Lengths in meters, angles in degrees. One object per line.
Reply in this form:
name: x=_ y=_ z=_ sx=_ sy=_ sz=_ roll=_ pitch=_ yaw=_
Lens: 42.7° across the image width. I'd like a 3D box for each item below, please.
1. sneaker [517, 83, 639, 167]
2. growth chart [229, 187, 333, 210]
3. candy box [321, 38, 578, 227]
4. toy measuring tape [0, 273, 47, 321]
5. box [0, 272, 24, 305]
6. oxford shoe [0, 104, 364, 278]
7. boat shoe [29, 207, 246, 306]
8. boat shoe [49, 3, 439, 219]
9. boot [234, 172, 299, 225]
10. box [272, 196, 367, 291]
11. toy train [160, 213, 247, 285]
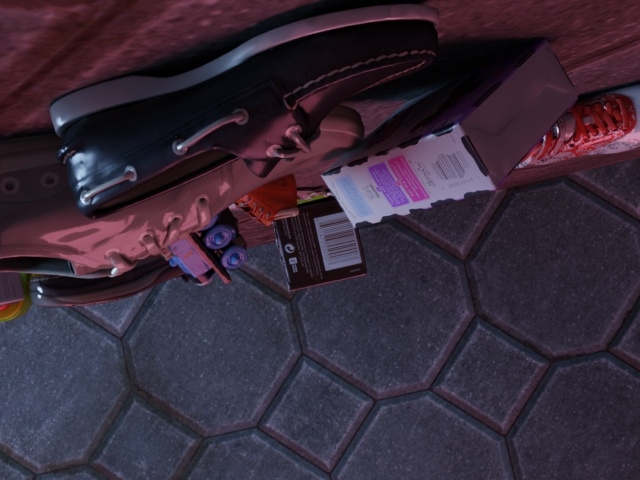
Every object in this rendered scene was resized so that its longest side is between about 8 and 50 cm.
sneaker: x=0.371 y=-0.160 z=1.175 sx=0.270 sy=0.090 sz=0.145 roll=-12 pitch=-179 yaw=37
growth chart: x=-0.099 y=-0.073 z=1.544 sx=0.172 sy=0.021 sz=0.237 roll=-13 pitch=177 yaw=35
candy box: x=0.122 y=-0.099 z=0.798 sx=0.165 sy=0.070 sz=0.196 roll=-44 pitch=-163 yaw=-34
toy measuring tape: x=-0.744 y=0.133 z=1.774 sx=0.330 sy=0.121 sz=0.121 roll=-13 pitch=177 yaw=2
box: x=-0.540 y=0.060 z=1.316 sx=0.102 sy=0.101 sz=0.087 roll=-11 pitch=178 yaw=-30
oxford shoe: x=-0.166 y=-0.039 z=0.753 sx=0.450 sy=0.130 sz=0.169 roll=-14 pitch=174 yaw=-19
boat shoe: x=-0.283 y=0.011 z=1.265 sx=0.355 sy=0.130 sz=0.132 roll=-18 pitch=-175 yaw=-39
boat shoe: x=-0.053 y=-0.089 z=0.595 sx=0.303 sy=0.091 sz=0.114 roll=-14 pitch=178 yaw=23
boot: x=-0.097 y=-0.059 z=1.137 sx=0.158 sy=0.084 sz=0.059 roll=-9 pitch=178 yaw=-33
box: x=0.000 y=0.000 z=1.742 sx=0.167 sy=0.168 sz=0.203 roll=-13 pitch=-176 yaw=3
toy train: x=-0.183 y=-0.003 z=1.190 sx=0.105 sy=0.080 sz=0.184 roll=-33 pitch=137 yaw=-1
